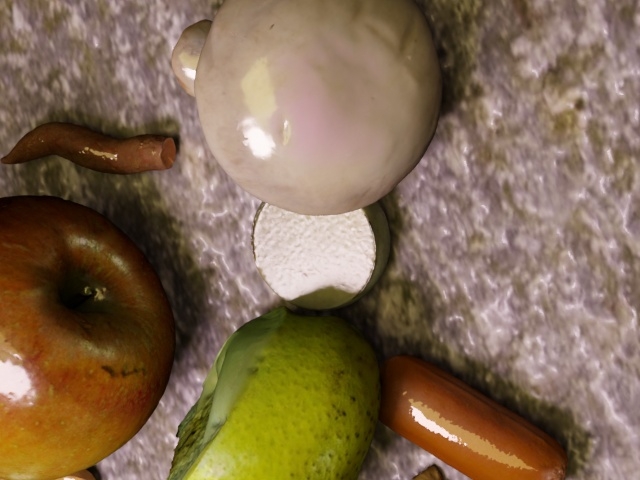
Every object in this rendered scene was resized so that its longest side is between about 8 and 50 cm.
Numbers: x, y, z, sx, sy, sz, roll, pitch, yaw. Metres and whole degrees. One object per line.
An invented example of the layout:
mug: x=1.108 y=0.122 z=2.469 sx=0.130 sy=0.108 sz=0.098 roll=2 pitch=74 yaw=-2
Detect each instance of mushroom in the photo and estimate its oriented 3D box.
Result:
mushroom: x=-0.024 y=-0.206 z=1.276 sx=0.356 sy=0.315 sz=0.315 roll=36 pitch=110 yaw=9

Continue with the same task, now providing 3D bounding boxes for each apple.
apple: x=-0.394 y=0.134 z=1.450 sx=0.374 sy=0.374 sz=0.384 roll=-37 pitch=91 yaw=23

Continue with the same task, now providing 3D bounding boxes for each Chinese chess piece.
Chinese chess piece: x=0.000 y=0.000 z=1.420 sx=0.188 sy=0.083 sz=0.189 roll=4 pitch=102 yaw=17

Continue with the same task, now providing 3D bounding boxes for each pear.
pear: x=-0.044 y=0.237 z=1.369 sx=0.238 sy=0.342 sz=0.318 roll=34 pitch=99 yaw=-8

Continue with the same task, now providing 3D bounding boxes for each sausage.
sausage: x=0.189 y=0.245 z=1.380 sx=0.274 sy=0.105 sz=0.105 roll=29 pitch=109 yaw=14

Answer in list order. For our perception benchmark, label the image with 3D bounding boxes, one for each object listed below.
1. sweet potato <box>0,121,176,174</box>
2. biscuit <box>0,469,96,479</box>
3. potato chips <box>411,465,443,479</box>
sweet potato: x=-0.338 y=-0.134 z=1.534 sx=0.281 sy=0.059 sz=0.067 roll=9 pitch=124 yaw=21
biscuit: x=-0.495 y=0.467 z=1.677 sx=0.275 sy=0.052 sz=0.355 roll=35 pitch=109 yaw=-3
potato chips: x=0.013 y=0.423 z=1.364 sx=0.057 sy=0.407 sz=0.080 roll=49 pitch=146 yaw=18
